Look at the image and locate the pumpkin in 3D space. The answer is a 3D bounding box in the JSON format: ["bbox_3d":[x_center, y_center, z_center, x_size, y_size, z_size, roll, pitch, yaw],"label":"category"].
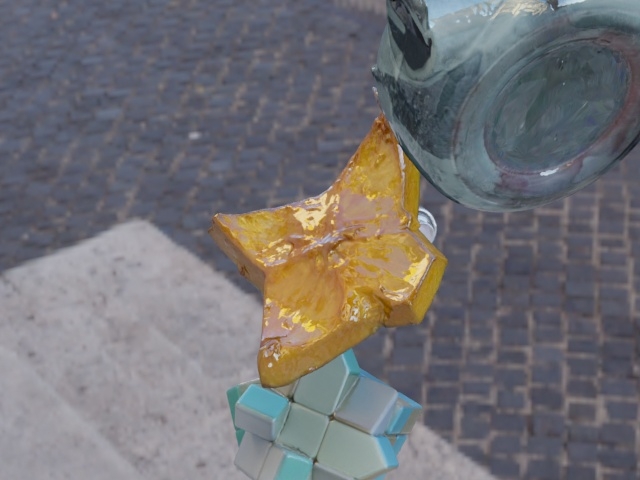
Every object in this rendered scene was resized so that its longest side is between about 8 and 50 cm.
[{"bbox_3d":[0.023,0.007,1.656,0.290,0.095,0.258,-30,56,7],"label":"pumpkin"}]

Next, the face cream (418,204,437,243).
[{"bbox_3d":[0.094,-0.034,2.006,0.073,0.073,0.283,-14,15,-13],"label":"face cream"}]

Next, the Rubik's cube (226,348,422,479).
[{"bbox_3d":[-0.008,0.238,1.889,0.265,0.224,0.213,29,3,19],"label":"Rubik's cube"}]

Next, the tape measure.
[{"bbox_3d":[0.176,-0.159,1.236,0.256,0.275,0.147,-19,49,-12],"label":"tape measure"}]
